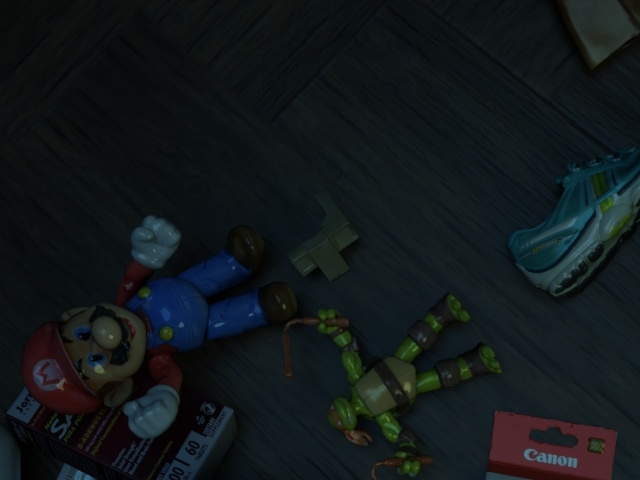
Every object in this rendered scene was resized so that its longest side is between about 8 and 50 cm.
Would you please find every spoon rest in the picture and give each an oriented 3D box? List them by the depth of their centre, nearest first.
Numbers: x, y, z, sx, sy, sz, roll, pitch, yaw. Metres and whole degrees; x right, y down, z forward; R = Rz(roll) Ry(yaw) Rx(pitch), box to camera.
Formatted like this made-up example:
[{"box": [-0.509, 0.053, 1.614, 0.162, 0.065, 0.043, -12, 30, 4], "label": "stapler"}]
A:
[{"box": [-0.395, 0.348, 1.256, 0.084, 0.137, 0.276, -1, 75, -16], "label": "spoon rest"}]

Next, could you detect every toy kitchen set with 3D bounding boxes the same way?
[{"box": [0.000, 0.000, 1.311, 0.083, 0.068, 0.075, -35, 46, 1], "label": "toy kitchen set"}]

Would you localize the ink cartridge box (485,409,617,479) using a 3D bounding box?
[{"box": [0.254, 0.291, 1.195, 0.146, 0.045, 0.179, 8, 82, 11], "label": "ink cartridge box"}]

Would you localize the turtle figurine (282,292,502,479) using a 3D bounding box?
[{"box": [0.095, 0.173, 1.228, 0.217, 0.087, 0.269, -31, 70, -5], "label": "turtle figurine"}]

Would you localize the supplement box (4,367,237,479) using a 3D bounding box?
[{"box": [-0.234, 0.218, 1.264, 0.239, 0.073, 0.130, 21, 58, 14], "label": "supplement box"}]

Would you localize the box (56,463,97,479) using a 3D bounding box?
[{"box": [-0.241, 0.344, 1.276, 0.186, 0.038, 0.145, 22, 82, 15], "label": "box"}]

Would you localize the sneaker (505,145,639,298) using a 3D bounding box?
[{"box": [0.329, -0.061, 1.233, 0.275, 0.107, 0.110, -46, 65, -2], "label": "sneaker"}]

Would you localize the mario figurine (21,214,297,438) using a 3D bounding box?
[{"box": [-0.183, 0.091, 1.203, 0.321, 0.170, 0.198, -26, 38, -26], "label": "mario figurine"}]

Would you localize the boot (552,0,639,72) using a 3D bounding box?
[{"box": [0.267, -0.326, 1.326, 0.264, 0.096, 0.280, -30, 81, -5], "label": "boot"}]
